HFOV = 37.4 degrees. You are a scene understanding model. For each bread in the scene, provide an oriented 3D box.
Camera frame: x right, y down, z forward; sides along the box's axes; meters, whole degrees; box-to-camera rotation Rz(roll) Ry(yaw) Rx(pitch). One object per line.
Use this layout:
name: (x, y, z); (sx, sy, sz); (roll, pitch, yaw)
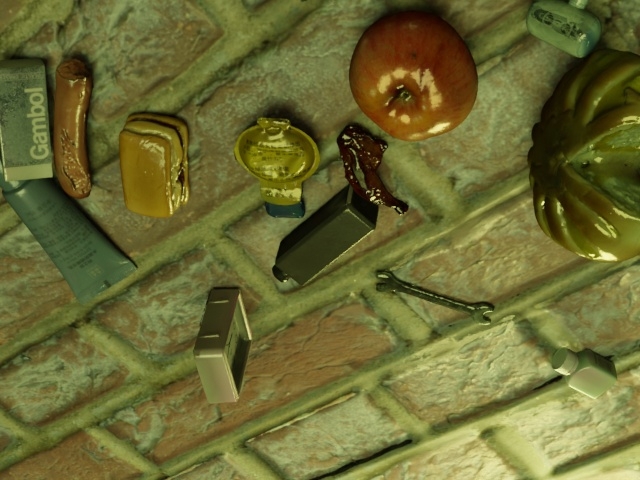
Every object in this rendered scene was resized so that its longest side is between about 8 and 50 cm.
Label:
bread: (0.427, -0.129, 1.467); (0.160, 0.333, 0.333); (-3, 132, -22)
bread: (-0.305, -0.135, 1.730); (0.116, 0.077, 0.200); (13, 129, 10)

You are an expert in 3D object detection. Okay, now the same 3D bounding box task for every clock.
clock: (-0.193, 0.209, 1.898); (0.063, 0.197, 0.150); (-3, 127, 10)

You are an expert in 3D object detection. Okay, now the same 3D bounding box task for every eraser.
eraser: (-0.526, -0.212, 1.670); (0.092, 0.046, 0.212); (-9, 118, -21)

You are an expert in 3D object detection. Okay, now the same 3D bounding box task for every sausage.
sausage: (-0.446, -0.192, 1.703); (0.078, 0.078, 0.304); (12, 129, -1)

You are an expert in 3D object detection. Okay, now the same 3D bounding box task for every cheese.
cheese: (-0.076, -0.128, 1.701); (0.157, 0.064, 0.250); (4, 138, 7)

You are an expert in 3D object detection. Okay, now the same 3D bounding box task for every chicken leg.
chicken leg: (0.089, -0.120, 1.692); (0.093, 0.053, 0.205); (-19, 128, 5)

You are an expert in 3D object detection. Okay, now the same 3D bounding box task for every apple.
apple: (0.147, -0.255, 1.500); (0.210, 0.164, 0.209); (6, 129, 8)

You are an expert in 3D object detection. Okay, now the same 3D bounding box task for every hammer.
hammer: (0.394, -0.382, 1.419); (0.116, 0.069, 0.194); (34, 116, 25)

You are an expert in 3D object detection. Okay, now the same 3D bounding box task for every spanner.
spanner: (0.225, 0.113, 1.871); (0.255, 0.015, 0.054); (18, 130, -5)

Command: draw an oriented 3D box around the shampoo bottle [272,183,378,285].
shampoo bottle: (0.000, 0.000, 1.778); (0.079, 0.080, 0.246); (39, 123, -18)

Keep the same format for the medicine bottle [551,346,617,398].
medicine bottle: (0.531, 0.263, 1.912); (0.118, 0.055, 0.074); (26, 128, -13)

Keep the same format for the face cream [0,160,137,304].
face cream: (-0.518, -0.041, 1.827); (0.136, 0.086, 0.385); (-33, 122, 0)
